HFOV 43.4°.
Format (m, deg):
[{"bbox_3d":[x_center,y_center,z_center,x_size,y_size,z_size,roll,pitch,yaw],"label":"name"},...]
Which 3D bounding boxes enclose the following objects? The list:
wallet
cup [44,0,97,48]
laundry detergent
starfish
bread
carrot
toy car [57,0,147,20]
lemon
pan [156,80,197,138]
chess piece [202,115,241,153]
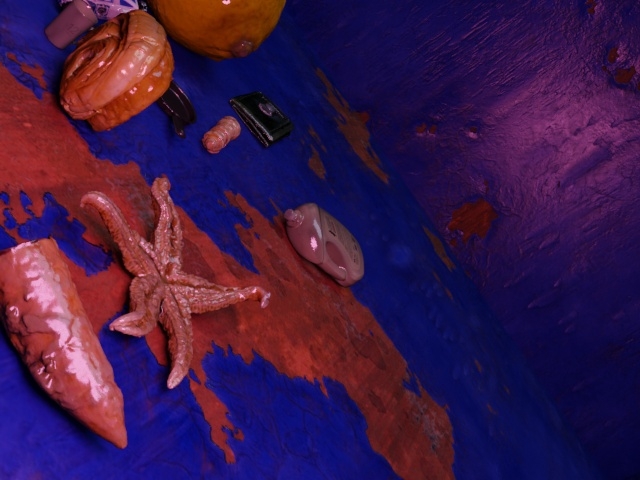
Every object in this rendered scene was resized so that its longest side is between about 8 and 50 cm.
[{"bbox_3d":[-0.155,-0.338,2.189,0.160,0.055,0.236,47,18,-3],"label":"wallet"},{"bbox_3d":[-0.441,-0.383,1.443,0.075,0.083,0.054,28,31,-56],"label":"cup"},{"bbox_3d":[0.000,0.000,1.898,0.253,0.091,0.181,39,29,-43],"label":"laundry detergent"},{"bbox_3d":[-0.219,0.054,1.198,0.327,0.094,0.375,17,46,-48],"label":"starfish"},{"bbox_3d":[-0.340,-0.288,1.342,0.120,0.198,0.236,52,14,-35],"label":"bread"},{"bbox_3d":[-0.286,0.119,0.904,0.263,0.102,0.102,58,17,5],"label":"carrot"},{"bbox_3d":[-0.427,-0.470,1.579,0.171,0.070,0.080,5,45,-30],"label":"toy car"},{"bbox_3d":[-0.253,-0.615,1.966,0.350,0.350,0.387,23,43,-60],"label":"lemon"},{"bbox_3d":[-0.308,-0.272,1.686,0.136,0.028,0.235,42,18,-35],"label":"pan"},{"bbox_3d":[-0.225,-0.233,1.800,0.060,0.060,0.172,52,20,-11],"label":"chess piece"}]
